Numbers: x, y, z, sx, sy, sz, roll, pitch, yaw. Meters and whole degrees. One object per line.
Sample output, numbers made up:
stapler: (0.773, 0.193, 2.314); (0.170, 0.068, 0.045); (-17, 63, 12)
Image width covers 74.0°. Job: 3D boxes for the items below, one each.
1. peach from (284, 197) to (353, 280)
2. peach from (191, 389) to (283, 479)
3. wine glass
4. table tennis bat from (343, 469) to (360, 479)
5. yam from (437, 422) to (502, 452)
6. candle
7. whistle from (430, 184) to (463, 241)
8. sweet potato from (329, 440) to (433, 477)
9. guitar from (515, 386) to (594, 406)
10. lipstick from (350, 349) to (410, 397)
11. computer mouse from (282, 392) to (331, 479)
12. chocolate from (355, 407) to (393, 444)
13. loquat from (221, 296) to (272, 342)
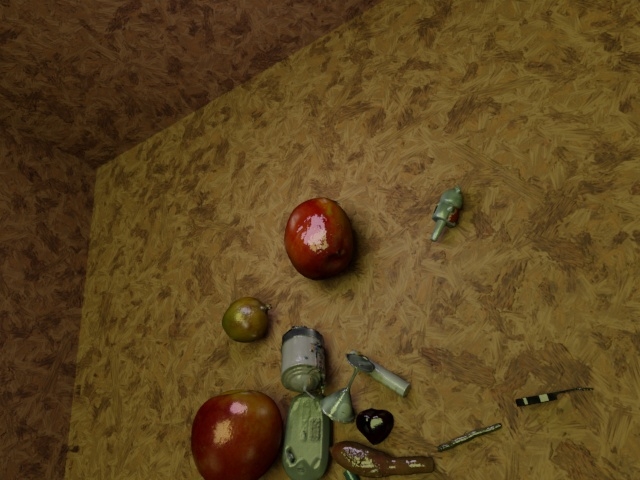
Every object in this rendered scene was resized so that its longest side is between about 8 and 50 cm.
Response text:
peach: (-0.001, -0.001, 1.837); (0.373, 0.290, 0.372); (-18, 57, 31)
peach: (-0.335, 0.788, 1.690); (0.388, 0.388, 0.388); (-11, 66, 27)
wine glass: (0.107, 0.552, 1.608); (0.156, 0.156, 0.232); (32, 105, 35)
table tennis bat: (0.183, 0.967, 1.501); (0.215, 0.044, 0.329); (-43, 57, 11)
yam: (0.502, 0.665, 1.441); (0.234, 0.029, 0.027); (-30, 86, 15)
candle: (-0.067, 0.506, 1.677); (0.187, 0.187, 0.330); (-31, 30, 17)
whistle: (0.504, -0.110, 1.699); (0.106, 0.102, 0.253); (23, 81, 32)
sweet potato: (0.208, 0.795, 1.518); (0.385, 0.109, 0.109); (0, 71, 23)
guitar: (0.739, 0.494, 1.346); (0.233, 0.088, 0.025); (-16, 63, 14)
lipstick: (0.224, 0.512, 1.643); (0.264, 0.059, 0.059); (24, 84, 34)
computer mouse: (-0.049, 0.775, 1.680); (0.197, 0.095, 0.330); (-3, 60, 18)
chocolate: (0.189, 0.692, 1.580); (0.149, 0.080, 0.125); (-3, 69, 28)
loquat: (-0.326, 0.352, 1.948); (0.246, 0.213, 0.213); (-32, 58, 15)
